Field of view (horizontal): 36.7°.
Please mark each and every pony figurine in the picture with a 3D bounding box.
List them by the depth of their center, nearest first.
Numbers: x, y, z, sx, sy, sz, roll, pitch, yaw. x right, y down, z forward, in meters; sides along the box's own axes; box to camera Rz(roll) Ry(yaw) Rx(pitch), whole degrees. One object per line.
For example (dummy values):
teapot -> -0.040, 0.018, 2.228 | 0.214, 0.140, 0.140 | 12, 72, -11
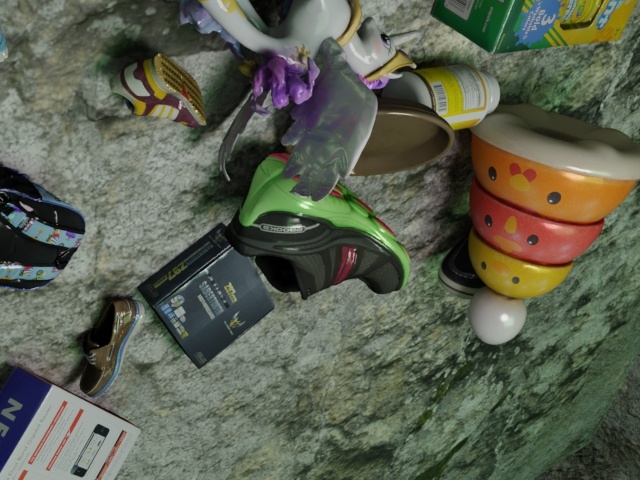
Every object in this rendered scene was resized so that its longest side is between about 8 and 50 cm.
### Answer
pony figurine -> -0.033, -0.259, 1.327 | 0.351, 0.303, 0.363 | -53, 131, -11

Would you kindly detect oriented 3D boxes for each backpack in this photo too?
backpack -> -0.407, -0.015, 1.269 | 0.173, 0.117, 0.158 | 15, 113, -52

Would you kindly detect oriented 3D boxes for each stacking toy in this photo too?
stacking toy -> 0.410, -0.005, 1.895 | 0.351, 0.351, 0.479 | -7, 118, -44

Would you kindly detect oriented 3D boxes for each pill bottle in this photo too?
pill bottle -> 0.218, -0.251, 1.711 | 0.215, 0.117, 0.117 | -15, 135, -38

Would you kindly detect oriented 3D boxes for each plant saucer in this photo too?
plant saucer -> 0.080, -0.169, 1.583 | 0.278, 0.041, 0.278 | -3, 164, -1

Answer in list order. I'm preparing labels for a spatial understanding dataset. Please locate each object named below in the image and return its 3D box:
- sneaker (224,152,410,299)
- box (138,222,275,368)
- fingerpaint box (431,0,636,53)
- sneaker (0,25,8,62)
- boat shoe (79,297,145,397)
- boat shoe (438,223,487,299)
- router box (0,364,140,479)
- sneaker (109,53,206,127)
sneaker -> -0.005, 0.003, 1.683 | 0.202, 0.185, 0.483 | -47, 144, 9
box -> -0.191, 0.101, 1.678 | 0.183, 0.059, 0.232 | -39, 145, -13
fingerpaint box -> 0.426, -0.548, 1.591 | 0.371, 0.163, 0.444 | -14, 135, -39
sneaker -> -0.436, -0.231, 1.085 | 0.162, 0.063, 0.073 | -19, 120, -41
boat shoe -> -0.357, 0.172, 1.575 | 0.066, 0.066, 0.183 | 17, 101, -48
boat shoe -> 0.449, -0.042, 2.133 | 0.500, 0.187, 0.156 | -33, 136, -25
router box -> -0.467, 0.402, 1.554 | 0.335, 0.082, 0.301 | -61, 153, -15
sneaker -> -0.223, -0.200, 1.339 | 0.084, 0.069, 0.185 | -16, 161, 11
